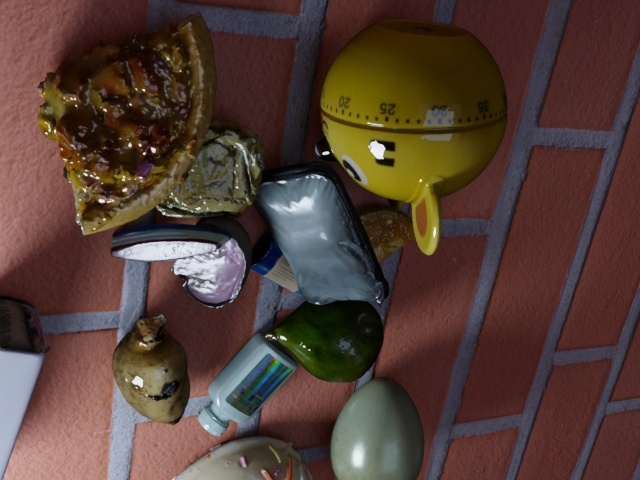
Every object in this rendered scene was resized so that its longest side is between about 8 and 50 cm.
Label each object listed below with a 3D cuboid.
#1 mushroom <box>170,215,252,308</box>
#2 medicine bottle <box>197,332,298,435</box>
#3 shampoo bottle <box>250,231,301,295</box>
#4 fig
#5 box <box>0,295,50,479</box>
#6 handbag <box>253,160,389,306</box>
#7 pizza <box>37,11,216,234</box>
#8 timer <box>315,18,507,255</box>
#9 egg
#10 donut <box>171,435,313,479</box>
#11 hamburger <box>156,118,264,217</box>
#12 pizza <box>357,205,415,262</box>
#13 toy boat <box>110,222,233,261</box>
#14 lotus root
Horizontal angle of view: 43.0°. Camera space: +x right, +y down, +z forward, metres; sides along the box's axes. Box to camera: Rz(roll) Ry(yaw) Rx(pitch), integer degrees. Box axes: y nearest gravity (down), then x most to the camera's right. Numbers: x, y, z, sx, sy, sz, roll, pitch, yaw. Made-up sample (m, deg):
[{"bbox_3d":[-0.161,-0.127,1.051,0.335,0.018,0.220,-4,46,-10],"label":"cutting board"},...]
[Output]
[{"bbox_3d":[-0.194,0.031,1.556,0.117,0.141,0.188,-44,153,-57],"label":"mushroom"},{"bbox_3d":[-0.164,0.313,1.732,0.229,0.083,0.121,-47,129,1],"label":"medicine bottle"},{"bbox_3d":[-0.060,0.057,1.678,0.183,0.050,0.087,31,94,-36],"label":"shampoo bottle"},{"bbox_3d":[0.007,0.203,1.703,0.245,0.195,0.195,3,113,-34],"label":"fig"},{"bbox_3d":[-0.586,0.293,1.432,0.112,0.190,0.369,15,108,-34],"label":"box"},{"bbox_3d":[0.001,0.002,1.561,0.332,0.191,0.075,65,33,-29],"label":"handbag"},{"bbox_3d":[-0.317,-0.206,1.327,0.278,0.114,0.409,34,88,-17],"label":"pizza"},{"bbox_3d":[0.163,-0.197,1.488,0.376,0.376,0.387,-9,115,-25],"label":"timer"},{"bbox_3d":[0.133,0.459,1.884,0.218,0.218,0.295,-3,104,-27],"label":"egg"},{"bbox_3d":[-0.179,0.624,1.845,0.382,0.142,0.382,-13,120,-23],"label":"donut"},{"bbox_3d":[-0.209,-0.132,1.473,0.206,0.130,0.183,3,104,-14],"label":"hamburger"},{"bbox_3d":[0.123,-0.014,1.744,0.175,0.046,0.134,23,101,-34],"label":"pizza"},{"bbox_3d":[-0.272,0.008,1.473,0.229,0.046,0.080,-3,118,13],"label":"toy boat"},{"bbox_3d":[-0.324,0.261,1.576,0.140,0.154,0.257,-25,127,-22],"label":"lotus root"}]
